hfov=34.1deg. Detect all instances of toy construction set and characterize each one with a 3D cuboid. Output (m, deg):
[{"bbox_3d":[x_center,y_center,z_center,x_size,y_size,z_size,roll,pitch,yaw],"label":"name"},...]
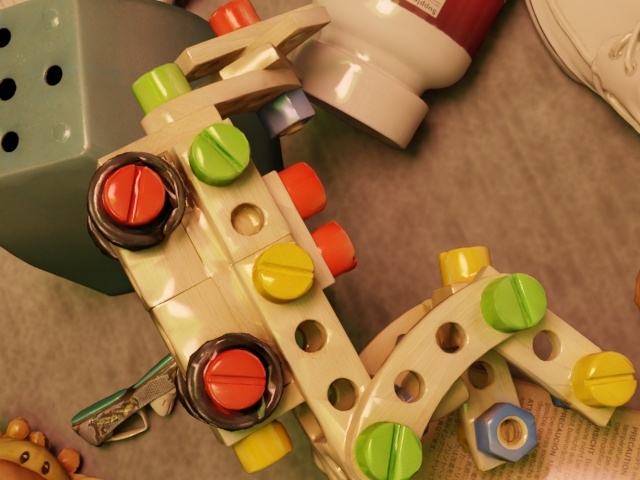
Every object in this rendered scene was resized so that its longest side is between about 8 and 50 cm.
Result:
[{"bbox_3d":[0.000,0.000,0.572,0.215,0.151,0.328,-28,74,-15],"label":"toy construction set"}]

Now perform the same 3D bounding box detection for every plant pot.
[{"bbox_3d":[-0.146,-0.070,0.717,0.165,0.234,0.165,-12,76,19],"label":"plant pot"}]

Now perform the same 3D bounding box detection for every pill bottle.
[{"bbox_3d":[0.069,-0.182,0.718,0.121,0.121,0.221,30,93,22],"label":"pill bottle"}]

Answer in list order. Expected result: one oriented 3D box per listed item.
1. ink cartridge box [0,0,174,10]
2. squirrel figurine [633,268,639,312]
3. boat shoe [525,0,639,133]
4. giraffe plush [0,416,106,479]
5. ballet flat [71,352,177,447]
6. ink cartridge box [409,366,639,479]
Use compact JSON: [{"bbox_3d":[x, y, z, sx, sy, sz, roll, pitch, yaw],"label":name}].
[{"bbox_3d":[-0.177,-0.244,0.864,0.232,0.066,0.189,-31,71,4],"label":"ink cartridge box"},{"bbox_3d":[0.434,-0.028,0.507,0.397,0.281,0.370,37,72,-8],"label":"squirrel figurine"},{"bbox_3d":[0.224,-0.106,0.665,0.096,0.088,0.267,-37,70,11],"label":"boat shoe"},{"bbox_3d":[-0.241,0.223,0.759,0.170,0.181,0.210,-54,32,-7],"label":"giraffe plush"},{"bbox_3d":[-0.134,0.121,0.789,0.114,0.041,0.041,-34,71,12],"label":"ballet flat"},{"bbox_3d":[0.133,0.211,0.619,0.193,0.088,0.235,14,72,21],"label":"ink cartridge box"}]
